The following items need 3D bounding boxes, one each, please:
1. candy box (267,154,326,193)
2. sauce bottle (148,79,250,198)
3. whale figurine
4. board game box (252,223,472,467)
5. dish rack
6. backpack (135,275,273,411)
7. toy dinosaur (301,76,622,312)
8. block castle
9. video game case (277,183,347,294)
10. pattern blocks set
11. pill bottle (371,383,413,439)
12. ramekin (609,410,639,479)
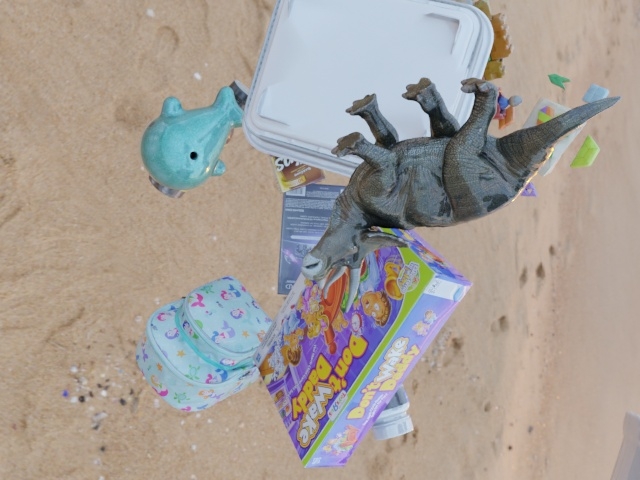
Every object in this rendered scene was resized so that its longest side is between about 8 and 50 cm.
[{"bbox_3d":[-0.066,-0.209,1.210,0.109,0.053,0.186,-19,96,-9],"label":"candy box"},{"bbox_3d":[-0.299,-0.257,1.381,0.111,0.344,0.111,40,19,-17],"label":"sauce bottle"},{"bbox_3d":[-0.270,-0.230,1.210,0.272,0.141,0.216,-42,123,-16],"label":"whale figurine"},{"bbox_3d":[0.040,0.129,0.819,0.078,0.233,0.347,16,112,-36],"label":"board game box"},{"bbox_3d":[0.054,-0.237,0.774,0.072,0.333,0.285,3,106,-77],"label":"dish rack"},{"bbox_3d":[-0.223,0.204,1.074,0.225,0.191,0.254,48,40,18],"label":"backpack"},{"bbox_3d":[0.112,-0.066,0.521,0.160,0.314,0.121,59,18,-32],"label":"toy dinosaur"},{"bbox_3d":[0.335,-0.417,1.301,0.453,0.213,0.302,58,41,-35],"label":"block castle"},{"bbox_3d":[0.000,0.000,1.314,0.026,0.196,0.273,-148,-118,-87],"label":"video game case"},{"bbox_3d":[0.582,-0.272,1.411,0.026,0.286,0.324,10,105,-48],"label":"pattern blocks set"},{"bbox_3d":[0.098,0.244,0.870,0.078,0.078,0.137,-1,69,-49],"label":"pill bottle"},{"bbox_3d":[0.400,0.282,0.486,0.277,0.277,0.135,27,87,-44],"label":"ramekin"}]
